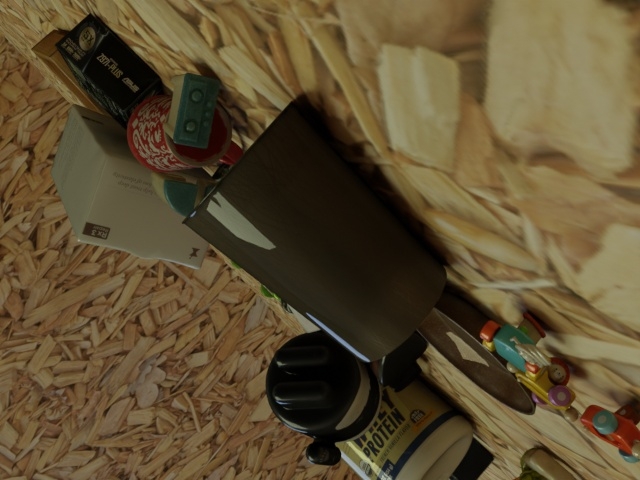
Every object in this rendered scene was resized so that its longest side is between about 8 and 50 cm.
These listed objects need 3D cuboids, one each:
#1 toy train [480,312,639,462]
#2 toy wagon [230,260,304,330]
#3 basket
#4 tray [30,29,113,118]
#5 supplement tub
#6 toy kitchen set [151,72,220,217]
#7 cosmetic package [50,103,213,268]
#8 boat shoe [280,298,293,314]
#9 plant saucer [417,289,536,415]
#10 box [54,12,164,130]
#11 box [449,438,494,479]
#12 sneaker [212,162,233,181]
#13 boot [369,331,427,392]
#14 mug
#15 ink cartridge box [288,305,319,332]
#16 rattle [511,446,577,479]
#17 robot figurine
[{"bbox_3d":[0.216,0.119,0.618,0.166,0.046,0.125,45,169,-20],"label":"toy train"},{"bbox_3d":[-0.126,0.110,1.867,0.344,0.068,0.267,45,170,-6],"label":"toy wagon"},{"bbox_3d":[0.000,0.000,0.698,0.227,0.154,0.204,42,167,-10],"label":"basket"},{"bbox_3d":[-0.428,-0.264,1.525,0.411,0.076,0.202,50,168,-34],"label":"tray"},{"bbox_3d":[0.123,0.363,1.437,0.316,0.228,0.228,38,168,31],"label":"supplement tub"},{"bbox_3d":[-0.082,-0.099,0.863,0.207,0.166,0.122,7,-168,-31],"label":"toy kitchen set"},{"bbox_3d":[-0.339,-0.106,1.267,0.217,0.156,0.385,15,-167,-34],"label":"cosmetic package"},{"bbox_3d":[-0.036,0.121,1.393,0.084,0.079,0.233,43,-177,-18],"label":"boat shoe"},{"bbox_3d":[0.170,0.116,0.798,0.198,0.036,0.198,43,170,10],"label":"plant saucer"},{"bbox_3d":[-0.330,-0.257,1.145,0.147,0.077,0.180,43,170,0],"label":"box"},{"bbox_3d":[0.287,0.464,1.587,0.158,0.093,0.156,43,170,10],"label":"box"},{"bbox_3d":[-0.124,-0.091,1.118,0.058,0.052,0.135,38,-179,-27],"label":"sneaker"},{"bbox_3d":[0.057,0.111,1.185,0.280,0.096,0.264,48,180,21],"label":"boot"},{"bbox_3d":[-0.175,-0.151,0.976,0.169,0.150,0.113,13,112,63],"label":"mug"},{"bbox_3d":[-0.045,0.027,1.066,0.232,0.066,0.189,51,162,0],"label":"ink cartridge box"},{"bbox_3d":[0.348,0.412,1.027,0.200,0.142,0.130,48,153,13],"label":"rattle"},{"bbox_3d":[0.006,0.260,1.234,0.173,0.209,0.278,34,172,28],"label":"robot figurine"}]
